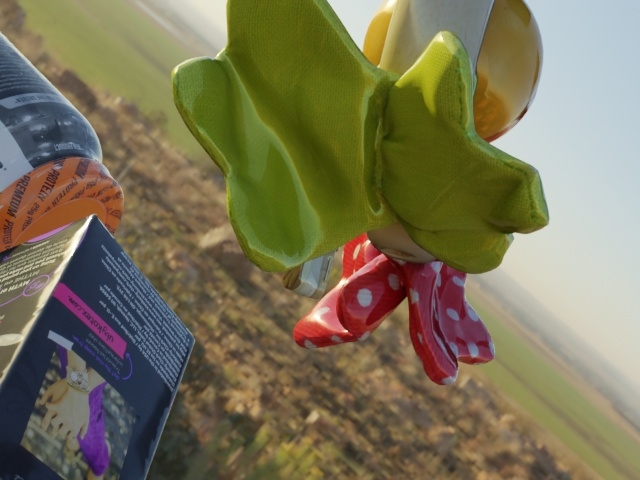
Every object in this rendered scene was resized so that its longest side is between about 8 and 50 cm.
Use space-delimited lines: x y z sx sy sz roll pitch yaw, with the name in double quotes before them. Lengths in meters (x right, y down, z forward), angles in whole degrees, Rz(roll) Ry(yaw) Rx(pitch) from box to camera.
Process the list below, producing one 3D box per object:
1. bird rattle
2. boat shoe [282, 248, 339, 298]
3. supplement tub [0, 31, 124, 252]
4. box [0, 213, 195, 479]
"bird rattle" 0.058 -0.046 0.468 0.143 0.207 0.253 16 -11 22
"boat shoe" 0.000 0.000 1.123 0.045 0.135 0.050 33 -26 -27
"supplement tub" -0.365 -0.107 1.074 0.338 0.207 0.207 43 6 21
"box" -0.219 0.133 0.746 0.143 0.165 0.270 56 28 -27
